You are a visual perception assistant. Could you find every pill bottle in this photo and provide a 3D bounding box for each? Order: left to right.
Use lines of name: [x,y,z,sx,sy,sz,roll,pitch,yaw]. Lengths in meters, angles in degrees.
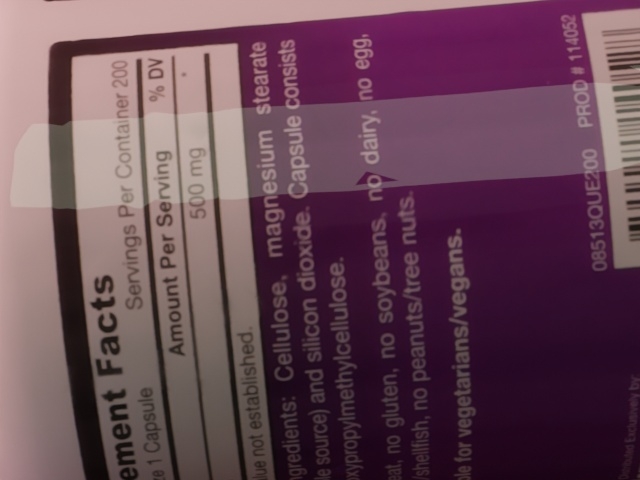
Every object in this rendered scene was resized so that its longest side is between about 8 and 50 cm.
pill bottle: [0.000,0.000,0.562,0.323,0.181,0.181,-5,52,0]
